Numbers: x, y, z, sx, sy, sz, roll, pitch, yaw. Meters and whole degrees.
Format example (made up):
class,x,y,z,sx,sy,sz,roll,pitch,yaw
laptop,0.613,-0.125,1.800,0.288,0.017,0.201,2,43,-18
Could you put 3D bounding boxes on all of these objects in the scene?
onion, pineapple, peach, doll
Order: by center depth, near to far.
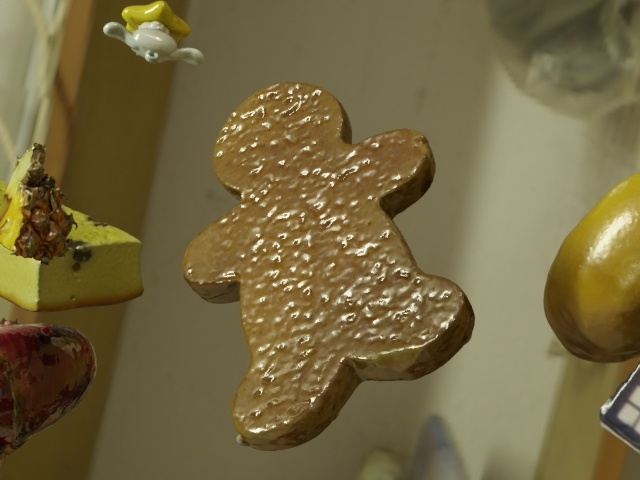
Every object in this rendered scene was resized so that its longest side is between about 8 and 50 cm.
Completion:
class,x,y,z,sx,sy,sz,roll,pitch,yaw
pineapple,-0.278,-0.037,1.534,0.114,0.077,0.114,-11,-75,-70
peach,0.349,0.025,1.728,0.251,0.153,0.251,-32,-17,-11
onion,-0.383,0.165,1.876,0.248,0.248,0.161,-59,-30,-76
doll,-0.221,-0.280,2.228,0.071,0.135,0.113,-64,-6,33

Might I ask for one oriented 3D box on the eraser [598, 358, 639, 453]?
class,x,y,z,sx,sy,sz,roll,pitch,yaw
eraser,0.350,0.163,1.144,0.130,0.287,0.086,-55,-16,3

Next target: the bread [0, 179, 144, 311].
class,x,y,z,sx,sy,sz,roll,pitch,yaw
bread,-0.352,-0.007,1.781,0.138,0.361,0.077,-10,-68,-41

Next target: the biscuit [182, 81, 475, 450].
class,x,y,z,sx,sy,sz,roll,pitch,yaw
biscuit,0.000,0.001,1.605,0.064,0.283,0.432,54,-170,-45
